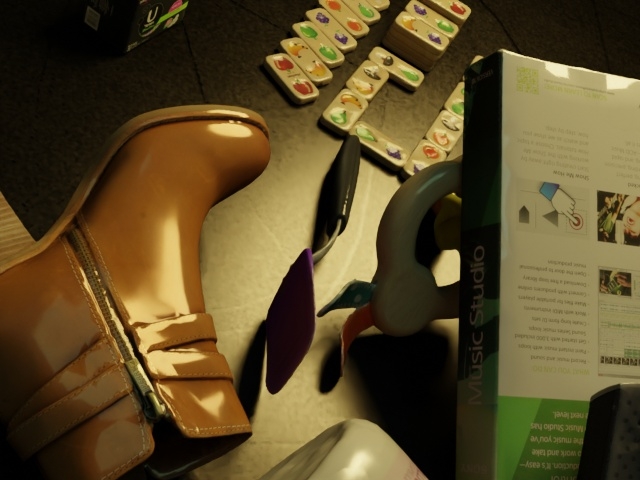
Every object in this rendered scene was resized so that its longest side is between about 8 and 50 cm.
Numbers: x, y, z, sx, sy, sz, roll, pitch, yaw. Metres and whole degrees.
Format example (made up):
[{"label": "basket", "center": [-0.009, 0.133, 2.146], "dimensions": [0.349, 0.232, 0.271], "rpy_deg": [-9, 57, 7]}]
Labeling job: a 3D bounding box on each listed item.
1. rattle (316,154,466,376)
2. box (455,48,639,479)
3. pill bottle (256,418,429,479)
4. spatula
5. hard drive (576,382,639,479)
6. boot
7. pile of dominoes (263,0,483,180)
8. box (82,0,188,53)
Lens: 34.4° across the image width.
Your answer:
[{"label": "rattle", "center": [0.054, 0.011, 0.823], "dimensions": [0.200, 0.130, 0.143], "rpy_deg": [-43, 43, -10]}, {"label": "box", "center": [0.215, 0.034, 0.779], "dimensions": [0.232, 0.058, 0.321], "rpy_deg": [7, 78, -23]}, {"label": "pill bottle", "center": [0.056, 0.245, 0.477], "dimensions": [0.301, 0.169, 0.169], "rpy_deg": [50, 46, 2]}, {"label": "spatula", "center": [0.000, 0.000, 0.797], "dimensions": [0.030, 0.084, 0.296], "rpy_deg": [28, 37, -5]}, {"label": "hard drive", "center": [0.285, 0.191, 0.725], "dimensions": [0.255, 0.054, 0.172], "rpy_deg": [12, 86, -22]}, {"label": "boot", "center": [-0.102, 0.033, 0.678], "dimensions": [0.283, 0.109, 0.220], "rpy_deg": [-23, 64, -37]}, {"label": "pile of dominoes", "center": [0.069, -0.179, 1.004], "dimensions": [0.196, 0.040, 0.251], "rpy_deg": [33, 44, 2]}, {"label": "box", "center": [-0.157, -0.214, 0.901], "dimensions": [0.052, 0.062, 0.083], "rpy_deg": [38, 45, 9]}]
